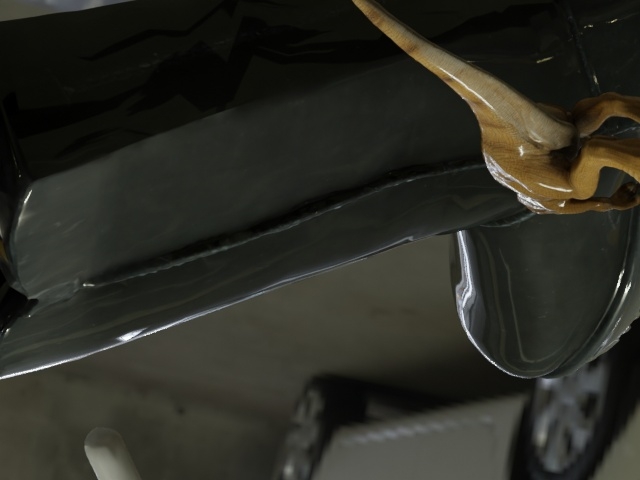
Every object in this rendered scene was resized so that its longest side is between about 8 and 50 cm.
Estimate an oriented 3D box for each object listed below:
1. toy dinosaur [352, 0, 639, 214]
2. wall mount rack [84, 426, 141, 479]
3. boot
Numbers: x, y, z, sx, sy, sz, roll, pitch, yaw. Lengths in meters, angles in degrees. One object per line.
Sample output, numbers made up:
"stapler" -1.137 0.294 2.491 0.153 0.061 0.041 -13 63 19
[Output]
"toy dinosaur" 0.092 -0.042 0.774 0.112 0.064 0.211 -1 158 24
"wall mount rack" -0.115 0.243 0.935 0.350 0.130 0.304 -21 139 20
"boot" 0.000 -0.002 0.999 0.445 0.367 0.146 -21 -129 -31
